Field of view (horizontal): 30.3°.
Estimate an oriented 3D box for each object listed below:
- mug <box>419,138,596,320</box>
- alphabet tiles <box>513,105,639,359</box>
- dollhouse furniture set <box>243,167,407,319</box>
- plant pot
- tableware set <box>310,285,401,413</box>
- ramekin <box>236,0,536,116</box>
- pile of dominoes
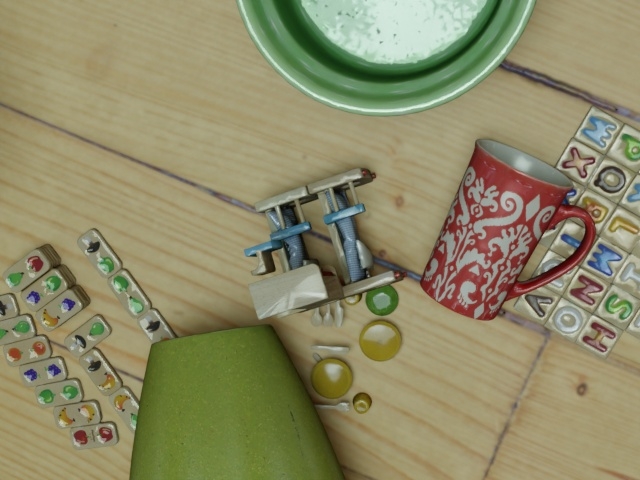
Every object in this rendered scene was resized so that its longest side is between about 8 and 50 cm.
[{"bbox_3d":[0.194,0.000,1.250,0.150,0.113,0.169,33,109,25],"label":"mug"},{"bbox_3d":[0.321,0.004,1.288,0.198,0.009,0.237,29,103,2],"label":"alphabet tiles"},{"bbox_3d":[0.000,0.000,1.233,0.129,0.183,0.129,-19,85,11],"label":"dollhouse furniture set"},{"bbox_3d":[-0.095,0.246,1.291,0.274,0.275,0.294,-10,84,10],"label":"plant pot"},{"bbox_3d":[0.040,0.124,1.349,0.104,0.024,0.154,2,100,5],"label":"tableware set"},{"bbox_3d":[0.070,-0.284,1.197,0.303,0.148,0.303,2,102,9],"label":"ramekin"},{"bbox_3d":[-0.280,0.127,1.388,0.196,0.040,0.251,-35,94,13],"label":"pile of dominoes"}]
